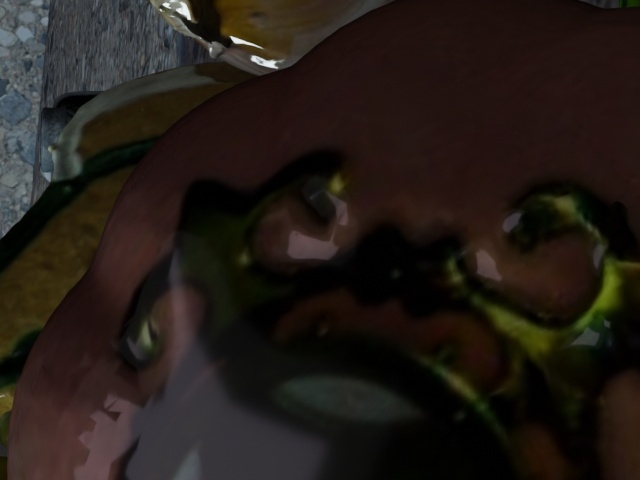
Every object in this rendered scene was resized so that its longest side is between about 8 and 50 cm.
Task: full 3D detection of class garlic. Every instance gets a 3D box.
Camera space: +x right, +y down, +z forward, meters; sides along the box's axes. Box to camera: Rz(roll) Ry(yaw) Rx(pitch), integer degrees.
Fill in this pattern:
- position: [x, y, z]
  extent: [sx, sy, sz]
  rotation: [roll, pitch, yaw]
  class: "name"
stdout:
- position: [-0.025, -0.172, 0.935]
  extent: [0.160, 0.191, 0.214]
  rotation: [60, 169, -12]
  class: "garlic"

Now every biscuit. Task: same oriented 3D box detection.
- position: [-0.092, 0.038, 0.912]
  extent: [0.057, 0.287, 0.343]
  rotation: [70, -164, -56]
  class: "biscuit"

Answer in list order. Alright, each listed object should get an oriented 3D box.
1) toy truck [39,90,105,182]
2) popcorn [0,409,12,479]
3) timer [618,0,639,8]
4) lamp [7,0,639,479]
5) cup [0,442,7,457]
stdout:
- position: [-0.166, 0.048, 1.334]
  extent: [0.178, 0.177, 0.363]
  rotation: [106, 162, -58]
  class: "toy truck"
- position: [-0.070, 0.195, 0.658]
  extent: [0.276, 0.276, 0.225]
  rotation: [-161, 77, -73]
  class: "popcorn"
- position: [0.146, -0.080, 0.544]
  extent: [0.128, 0.047, 0.140]
  rotation: [137, 136, -68]
  class: "timer"
- position: [0.059, 0.083, 0.449]
  extent: [0.305, 0.239, 0.305]
  rotation: [-8, 73, 27]
  class: "lamp"
- position: [-0.197, 0.226, 0.985]
  extent: [0.371, 0.253, 0.253]
  rotation: [-47, -8, -35]
  class: "cup"
